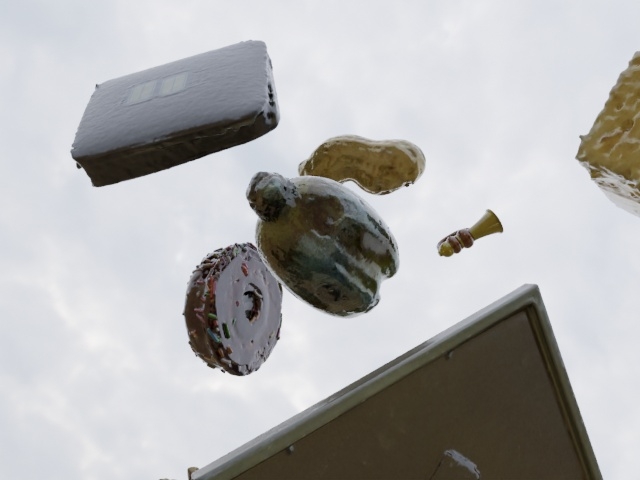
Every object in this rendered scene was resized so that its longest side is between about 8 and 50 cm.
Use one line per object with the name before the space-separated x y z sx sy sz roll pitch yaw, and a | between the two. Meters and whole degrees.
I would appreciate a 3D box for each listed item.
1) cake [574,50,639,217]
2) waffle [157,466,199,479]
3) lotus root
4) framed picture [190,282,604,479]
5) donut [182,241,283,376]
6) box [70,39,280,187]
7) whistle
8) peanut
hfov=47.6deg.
cake | 0.499 -0.106 0.903 0.222 0.227 0.286 33 4 41
waffle | -0.132 0.420 0.890 0.260 0.292 0.069 11 -46 7
lotus root | 0.000 0.000 0.681 0.192 0.113 0.088 41 -8 -37
framed picture | 0.087 0.200 0.552 0.024 0.315 0.231 -3 -71 63
donut | -0.149 0.114 1.240 0.089 0.235 0.235 -1 -54 27
box | -0.249 -0.237 1.289 0.351 0.359 0.090 -15 -54 4
whistle | 0.230 -0.011 1.160 0.109 0.057 0.046 -27 -45 -3
peanut | 0.072 -0.135 1.294 0.230 0.103 0.098 4 -20 10
